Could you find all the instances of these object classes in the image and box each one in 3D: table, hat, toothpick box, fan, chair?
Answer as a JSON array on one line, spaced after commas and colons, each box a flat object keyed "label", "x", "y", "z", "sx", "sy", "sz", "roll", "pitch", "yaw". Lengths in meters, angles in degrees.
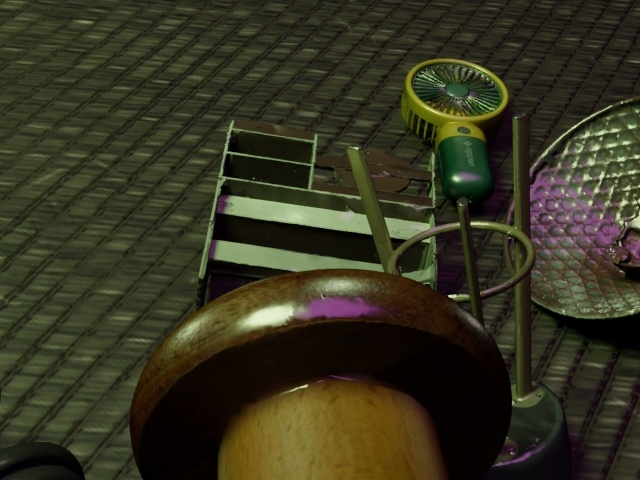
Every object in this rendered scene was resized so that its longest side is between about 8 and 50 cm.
[{"label": "table", "x": 0.000, "y": 0.000, "z": 0.873, "sx": 0.146, "sy": 0.062, "sz": 0.175, "roll": 8, "pitch": 35, "yaw": -2}, {"label": "hat", "x": 0.229, "y": -0.007, "z": 0.923, "sx": 0.193, "sy": 0.082, "sz": 0.193, "roll": -23, "pitch": 44, "yaw": 24}, {"label": "toothpick box", "x": 0.011, "y": 0.152, "z": 0.607, "sx": 0.192, "sy": 0.192, "sz": 0.294, "roll": 1, "pitch": 47, "yaw": -10}, {"label": "fan", "x": 0.103, "y": -0.080, "z": 1.011, "sx": 0.082, "sy": 0.039, "sz": 0.155, "roll": 5, "pitch": 41, "yaw": -5}, {"label": "chair", "x": 0.080, "y": 0.045, "z": 0.749, "sx": 0.095, "sy": 0.221, "sz": 0.104, "roll": 3, "pitch": 32, "yaw": 32}]

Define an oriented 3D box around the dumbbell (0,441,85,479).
[{"label": "dumbbell", "x": -0.182, "y": 0.119, "z": 0.668, "sx": 0.099, "sy": 0.099, "sz": 0.208, "roll": -26, "pitch": 50, "yaw": -35}]
